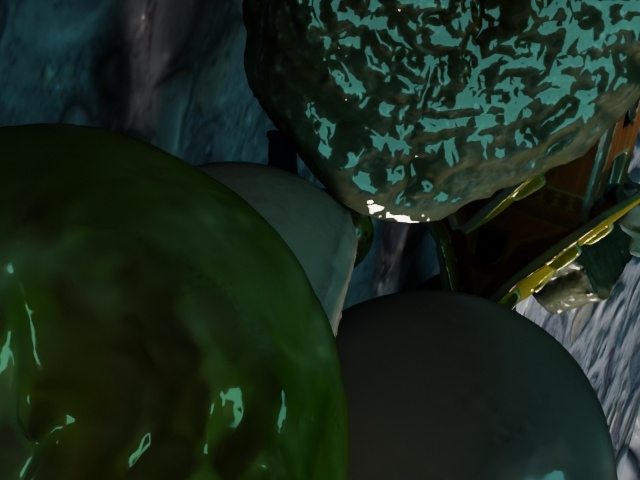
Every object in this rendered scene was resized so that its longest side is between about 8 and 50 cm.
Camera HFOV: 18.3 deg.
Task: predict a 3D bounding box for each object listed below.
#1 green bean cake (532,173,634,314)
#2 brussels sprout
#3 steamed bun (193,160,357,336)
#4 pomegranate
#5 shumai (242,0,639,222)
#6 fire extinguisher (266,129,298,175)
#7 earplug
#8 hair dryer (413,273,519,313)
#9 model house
[{"bbox_3d":[0.234,-0.039,1.982,0.185,0.094,0.183,50,40,-13],"label":"green bean cake"},{"bbox_3d":[-0.146,0.107,0.895,0.268,0.344,0.344,34,69,-30],"label":"brussels sprout"},{"bbox_3d":[-0.090,0.085,1.175,0.283,0.177,0.283,-163,-90,-90],"label":"steamed bun"},{"bbox_3d":[0.000,-0.001,1.539,0.084,0.073,0.073,-41,151,-14],"label":"pomegranate"},{"bbox_3d":[0.052,-0.190,1.272,0.309,0.263,0.304,22,102,-35],"label":"shumai"},{"bbox_3d":[-0.061,0.090,1.376,0.138,0.102,0.344,-16,120,-76],"label":"fire extinguisher"},{"bbox_3d":[0.096,0.225,1.610,0.394,0.313,0.312,75,36,-54],"label":"earplug"},{"bbox_3d":[0.205,0.094,2.035,0.301,0.121,0.361,57,28,-25],"label":"hair dryer"},{"bbox_3d":[0.227,-0.052,1.714,0.300,0.340,0.323,-30,136,-61],"label":"model house"}]
